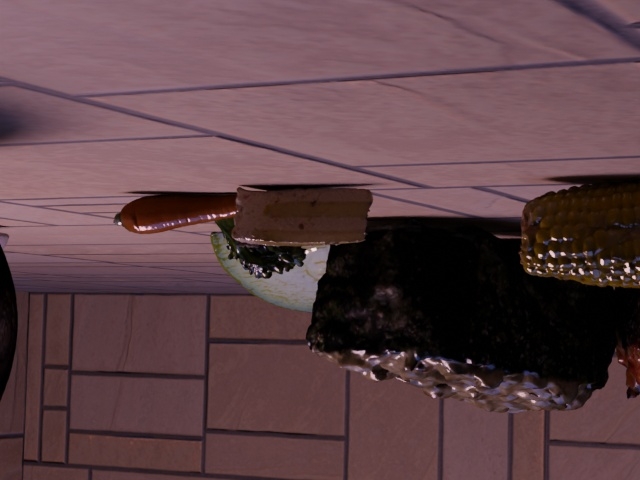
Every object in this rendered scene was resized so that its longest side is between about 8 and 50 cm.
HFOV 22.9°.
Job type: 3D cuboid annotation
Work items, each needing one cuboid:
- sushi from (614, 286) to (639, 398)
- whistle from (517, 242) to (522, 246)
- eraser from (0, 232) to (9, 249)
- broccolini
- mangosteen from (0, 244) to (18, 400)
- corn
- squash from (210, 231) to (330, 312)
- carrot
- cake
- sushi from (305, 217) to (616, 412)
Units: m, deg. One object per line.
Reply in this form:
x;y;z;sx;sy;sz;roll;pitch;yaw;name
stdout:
0.418;0.080;1.686;0.196;0.182;0.343;-5;179;1;sushi
0.180;0.042;1.892;0.258;0.067;0.126;-5;177;15;whistle
-0.529;0.011;1.703;0.213;0.082;0.397;1;176;20;eraser
-0.076;0.002;1.543;0.091;0.068;0.202;20;-178;20;broccolini
-0.351;0.084;1.040;0.297;0.313;0.297;12;-178;0;mangosteen
0.307;-0.001;1.172;0.320;0.097;0.097;2;176;21;corn
0.000;0.000;1.834;0.237;0.155;0.204;3;139;1;squash
-0.117;-0.027;1.393;0.142;0.035;0.035;-7;174;12;carrot
-0.014;-0.019;1.305;0.121;0.052;0.065;-1;173;41;cake
0.161;0.089;1.676;0.350;0.171;0.211;14;161;-32;sushi
